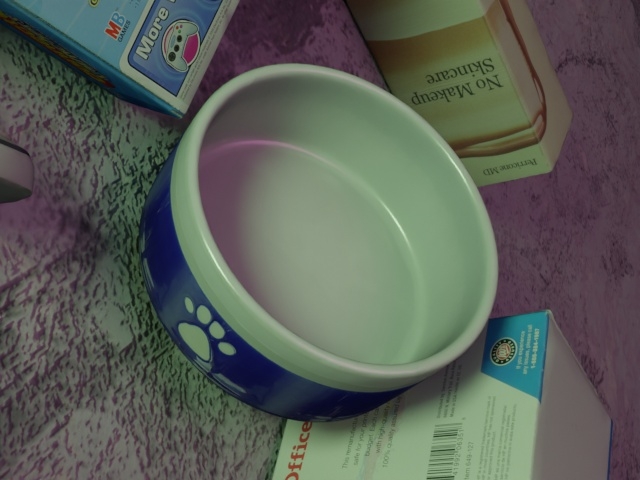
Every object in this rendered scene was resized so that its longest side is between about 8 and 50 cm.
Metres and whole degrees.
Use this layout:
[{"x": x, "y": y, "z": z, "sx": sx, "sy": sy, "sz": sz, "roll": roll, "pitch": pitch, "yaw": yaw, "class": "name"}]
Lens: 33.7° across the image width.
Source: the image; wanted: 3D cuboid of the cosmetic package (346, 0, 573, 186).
[{"x": 0.157, "y": -0.215, "z": 1.190, "sx": 0.296, "sy": 0.153, "sz": 0.129, "roll": 58, "pitch": 38, "yaw": -26, "class": "cosmetic package"}]

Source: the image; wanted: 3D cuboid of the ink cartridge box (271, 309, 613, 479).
[{"x": 0.104, "y": 0.187, "z": 0.893, "sx": 0.168, "sy": 0.233, "sz": 0.171, "roll": 53, "pitch": 39, "yaw": -37, "class": "ink cartridge box"}]

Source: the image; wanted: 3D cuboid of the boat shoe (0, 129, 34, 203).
[{"x": -0.262, "y": -0.087, "z": 0.549, "sx": 0.267, "sy": 0.096, "sz": 0.088, "roll": 19, "pitch": 68, "yaw": -45, "class": "boat shoe"}]

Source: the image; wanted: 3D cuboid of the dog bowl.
[{"x": 0.000, "y": 0.000, "z": 0.809, "sx": 0.265, "sy": 0.104, "sz": 0.265, "roll": 16, "pitch": 54, "yaw": -24, "class": "dog bowl"}]

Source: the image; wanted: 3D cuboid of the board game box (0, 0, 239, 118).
[{"x": -0.147, "y": -0.284, "z": 0.679, "sx": 0.302, "sy": 0.086, "sz": 0.308, "roll": 32, "pitch": 80, "yaw": -49, "class": "board game box"}]
